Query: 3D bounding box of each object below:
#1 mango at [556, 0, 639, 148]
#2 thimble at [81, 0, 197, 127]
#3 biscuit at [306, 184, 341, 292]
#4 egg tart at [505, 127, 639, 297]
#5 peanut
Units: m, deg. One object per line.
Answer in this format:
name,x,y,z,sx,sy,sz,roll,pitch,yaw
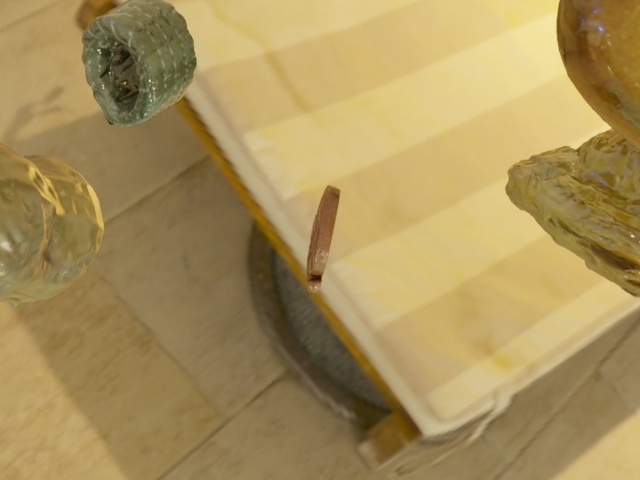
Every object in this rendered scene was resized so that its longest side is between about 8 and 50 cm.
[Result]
mango,0.241,-0.106,0.675,0.262,0.109,0.157,-13,95,5
thimble,-0.151,-0.145,1.188,0.084,0.110,0.062,40,50,15
biscuit,0.000,0.000,1.047,0.015,0.091,0.078,12,75,-1
egg tart,0.321,-0.014,1.357,0.319,0.128,0.319,31,8,-5
peanut,-0.274,-0.015,1.251,0.149,0.149,0.313,55,11,9
